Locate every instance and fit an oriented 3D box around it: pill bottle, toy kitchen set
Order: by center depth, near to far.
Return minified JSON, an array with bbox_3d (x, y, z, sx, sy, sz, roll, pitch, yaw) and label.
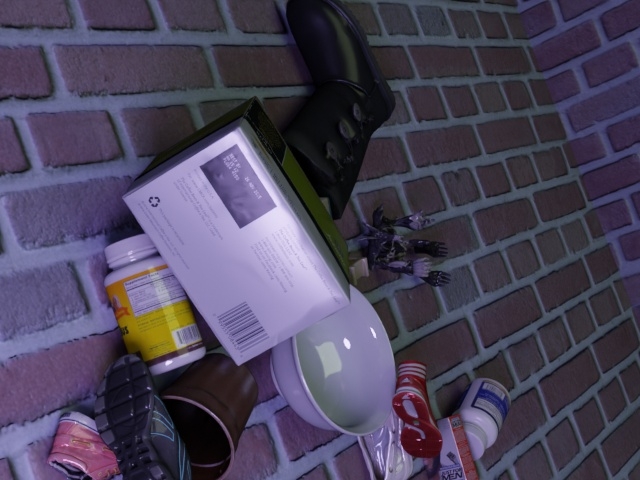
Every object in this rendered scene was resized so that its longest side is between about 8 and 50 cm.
[{"bbox_3d":[-0.268,0.101,1.554,0.117,0.117,0.215,-15,84,-55],"label":"pill bottle"},{"bbox_3d":[0.000,0.000,1.998,0.166,0.122,0.207,-33,119,-55],"label":"toy kitchen set"},{"bbox_3d":[0.352,0.404,2.214,0.112,0.112,0.186,59,36,-13],"label":"pill bottle"}]

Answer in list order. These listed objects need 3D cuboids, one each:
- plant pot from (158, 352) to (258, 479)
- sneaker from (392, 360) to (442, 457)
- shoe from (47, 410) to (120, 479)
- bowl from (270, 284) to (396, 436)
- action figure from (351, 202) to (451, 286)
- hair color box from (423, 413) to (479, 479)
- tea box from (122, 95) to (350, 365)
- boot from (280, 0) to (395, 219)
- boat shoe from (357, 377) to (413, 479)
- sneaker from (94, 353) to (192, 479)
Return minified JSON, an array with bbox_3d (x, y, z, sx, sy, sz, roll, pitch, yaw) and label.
[{"bbox_3d":[-0.182,0.270,1.549,0.167,0.167,0.165,58,29,-13],"label":"plant pot"},{"bbox_3d":[0.194,0.315,1.896,0.221,0.087,0.128,77,19,-44],"label":"sneaker"},{"bbox_3d":[-0.312,0.322,1.427,0.178,0.063,0.081,37,46,-28],"label":"shoe"},{"bbox_3d":[0.002,0.227,1.828,0.298,0.134,0.298,29,50,-41],"label":"bowl"},{"bbox_3d":[0.196,0.011,2.202,0.276,0.141,0.164,23,66,-47],"label":"action figure"},{"bbox_3d":[0.269,0.462,2.089,0.053,0.093,0.167,0,71,-53],"label":"hair color box"},{"bbox_3d":[-0.121,-0.029,1.636,0.329,0.220,0.323,58,10,-13],"label":"tea box"},{"bbox_3d":[-0.015,-0.294,2.102,0.367,0.146,0.445,51,43,-19],"label":"boot"},{"bbox_3d":[0.107,0.348,1.932,0.096,0.098,0.277,-7,79,-55],"label":"boat shoe"},{"bbox_3d":[-0.248,0.292,1.409,0.106,0.101,0.267,39,29,-60],"label":"sneaker"}]
